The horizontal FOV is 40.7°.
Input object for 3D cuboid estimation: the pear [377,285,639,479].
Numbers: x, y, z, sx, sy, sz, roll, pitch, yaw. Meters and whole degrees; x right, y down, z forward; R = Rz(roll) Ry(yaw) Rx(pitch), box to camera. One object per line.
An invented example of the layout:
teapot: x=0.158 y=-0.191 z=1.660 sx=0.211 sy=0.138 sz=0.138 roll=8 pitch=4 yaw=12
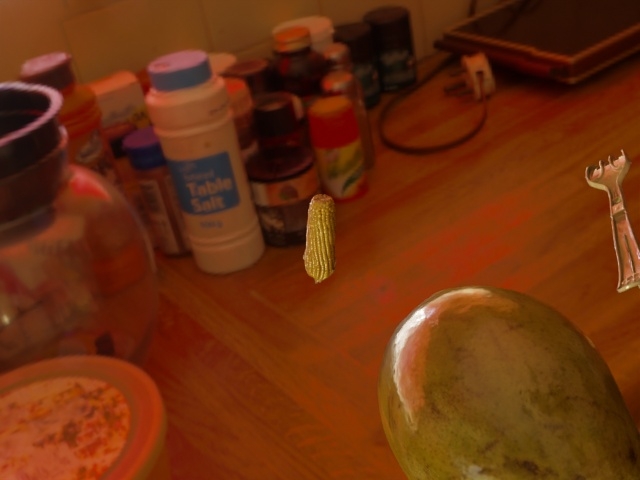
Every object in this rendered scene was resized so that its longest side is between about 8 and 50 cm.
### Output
pear: x=0.196 y=0.187 z=0.915 sx=0.252 sy=0.253 sz=0.307 roll=-21 pitch=51 yaw=-14

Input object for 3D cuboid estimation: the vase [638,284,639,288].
vase: x=0.319 y=-0.029 z=0.595 sx=0.096 sy=0.219 sz=0.096 roll=12 pitch=48 yaw=-13

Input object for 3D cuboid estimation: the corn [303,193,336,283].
corn: x=0.000 y=0.000 z=0.746 sx=0.027 sy=0.083 sz=0.028 roll=-11 pitch=30 yaw=-25

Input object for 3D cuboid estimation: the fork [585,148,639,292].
fork: x=0.203 y=-0.020 z=0.597 sx=0.034 sy=0.028 sz=0.219 roll=-20 pitch=19 yaw=24
